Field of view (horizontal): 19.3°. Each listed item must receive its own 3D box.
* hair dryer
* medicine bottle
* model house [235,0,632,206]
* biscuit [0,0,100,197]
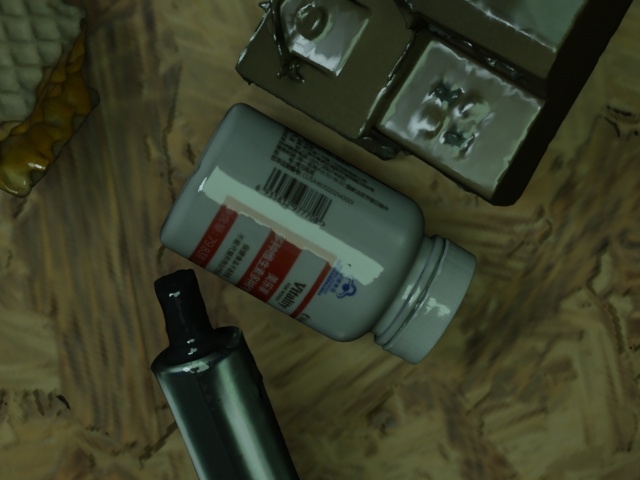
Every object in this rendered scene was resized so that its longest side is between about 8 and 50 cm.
[{"bbox_3d":[0.045,0.154,0.870,0.320,0.155,0.284,-10,123,3],"label":"hair dryer"},{"bbox_3d":[0.000,0.000,0.906,0.140,0.079,0.079,30,93,-6],"label":"medicine bottle"},{"bbox_3d":[0.016,-0.147,0.867,0.248,0.176,0.181,30,93,10],"label":"model house"},{"bbox_3d":[-0.269,-0.159,0.863,0.379,0.054,0.094,35,50,-6],"label":"biscuit"}]
